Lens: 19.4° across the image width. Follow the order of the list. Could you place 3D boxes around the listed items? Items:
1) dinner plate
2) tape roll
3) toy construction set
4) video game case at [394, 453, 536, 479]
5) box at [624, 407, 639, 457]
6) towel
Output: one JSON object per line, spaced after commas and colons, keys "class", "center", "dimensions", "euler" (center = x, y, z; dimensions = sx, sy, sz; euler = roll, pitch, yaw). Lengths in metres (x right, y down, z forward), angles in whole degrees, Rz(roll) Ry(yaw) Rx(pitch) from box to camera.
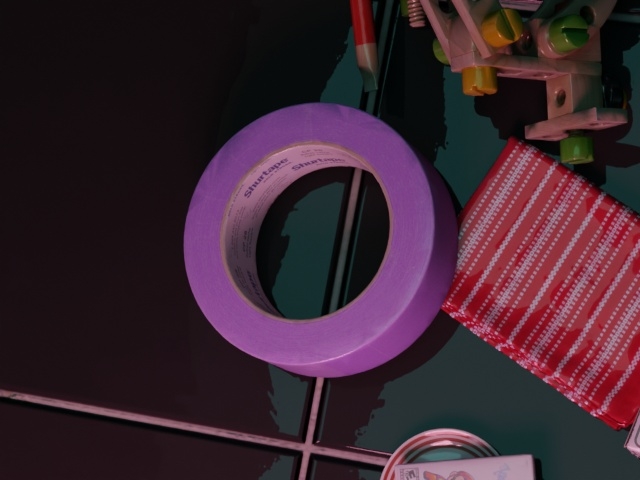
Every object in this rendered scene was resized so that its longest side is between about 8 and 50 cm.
{"class": "dinner plate", "center": [0.128, 0.263, 1.913], "dimensions": [0.141, 0.017, 0.141], "euler": [-3, 79, 13]}
{"class": "tape roll", "center": [0.000, 0.000, 1.939], "dimensions": [0.274, 0.090, 0.275], "euler": [-5, 76, 19]}
{"class": "toy construction set", "center": [0.176, -0.189, 1.897], "dimensions": [0.308, 0.257, 0.237], "euler": [-5, 91, 34]}
{"class": "video game case", "center": [0.150, 0.298, 1.883], "dimensions": [0.143, 0.019, 0.157], "euler": [-6, 79, 14]}
{"class": "box", "center": [0.442, 0.213, 1.764], "dimensions": [0.290, 0.169, 0.087], "euler": [20, 86, 18]}
{"class": "towel", "center": [0.253, 0.041, 1.915], "dimensions": [0.275, 0.031, 0.199], "euler": [34, 89, 17]}
